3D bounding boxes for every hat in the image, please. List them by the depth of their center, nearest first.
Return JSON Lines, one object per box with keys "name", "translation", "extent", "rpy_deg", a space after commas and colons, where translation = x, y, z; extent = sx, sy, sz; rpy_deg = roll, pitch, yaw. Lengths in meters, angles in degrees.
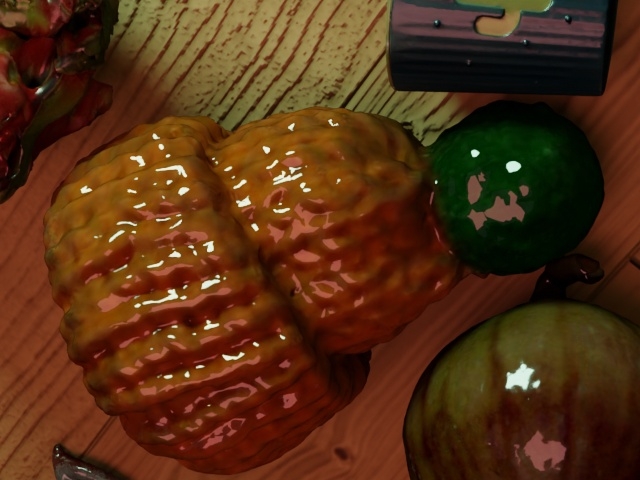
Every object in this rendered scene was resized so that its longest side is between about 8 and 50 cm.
{"name": "hat", "translation": [0.000, 0.000, 1.251], "extent": [0.400, 0.285, 0.285], "rpy_deg": [-27, 101, 24]}

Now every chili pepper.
{"name": "chili pepper", "translation": [-0.196, 0.247, 1.552], "extent": [0.153, 0.041, 0.050], "rpy_deg": [40, 77, 1]}

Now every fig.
{"name": "fig", "translation": [0.181, 0.144, 1.284], "extent": [0.235, 0.214, 0.235], "rpy_deg": [-5, 131, -6]}

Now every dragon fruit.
{"name": "dragon fruit", "translation": [-0.287, -0.149, 1.306], "extent": [0.302, 0.237, 0.231], "rpy_deg": [-9, 113, 32]}

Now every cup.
{"name": "cup", "translation": [0.138, -0.186, 1.206], "extent": [0.155, 0.131, 0.176], "rpy_deg": [9, 90, 12]}
